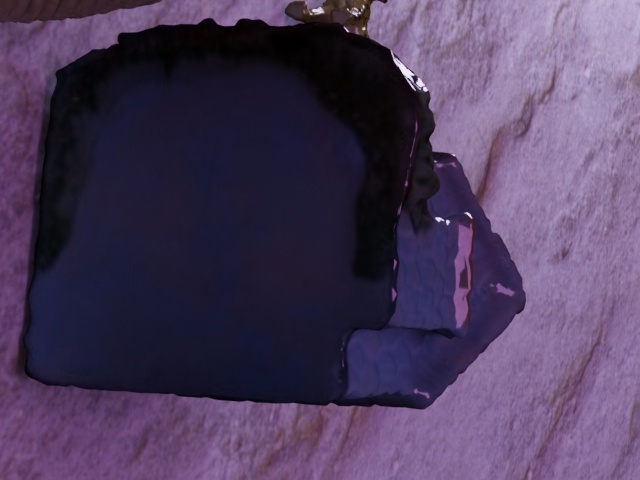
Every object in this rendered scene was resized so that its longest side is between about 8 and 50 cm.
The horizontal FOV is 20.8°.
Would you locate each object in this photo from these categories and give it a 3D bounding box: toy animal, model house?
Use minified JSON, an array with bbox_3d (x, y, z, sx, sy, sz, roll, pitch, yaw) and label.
[{"bbox_3d":[0.038,-0.183,1.783,0.136,0.073,0.181,-33,114,-59],"label":"toy animal"},{"bbox_3d":[0.000,0.000,1.469,0.339,0.360,0.297,17,74,-56],"label":"model house"}]

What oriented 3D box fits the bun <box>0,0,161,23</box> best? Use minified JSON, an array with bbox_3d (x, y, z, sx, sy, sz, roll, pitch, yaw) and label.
[{"bbox_3d":[-0.209,-0.258,1.270,0.259,0.259,0.160,6,80,-56],"label":"bun"}]
